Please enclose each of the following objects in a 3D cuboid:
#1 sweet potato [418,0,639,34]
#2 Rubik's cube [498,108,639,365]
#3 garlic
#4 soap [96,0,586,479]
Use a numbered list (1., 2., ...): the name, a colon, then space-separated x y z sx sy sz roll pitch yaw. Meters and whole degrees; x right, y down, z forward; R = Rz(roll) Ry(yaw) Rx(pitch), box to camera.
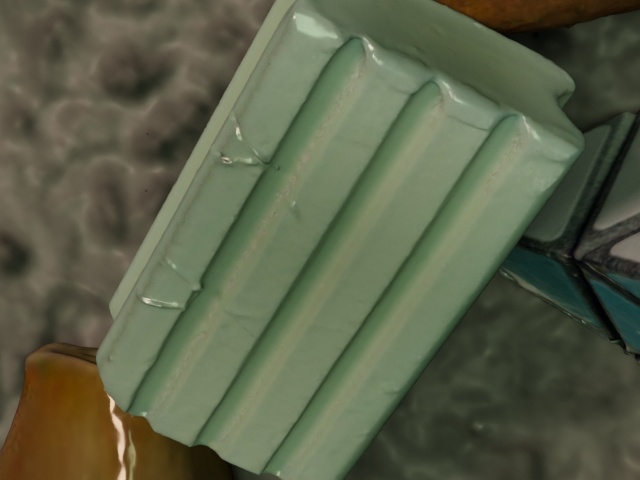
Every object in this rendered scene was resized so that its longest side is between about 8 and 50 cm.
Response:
1. sweet potato: 0.007 -0.150 0.569 0.355 0.095 0.106 21 103 5
2. Rubik's cube: 0.219 0.014 0.541 0.228 0.233 0.229 -1 144 -29
3. garlic: -0.107 0.198 0.641 0.143 0.112 0.318 14 89 8
4. soap: 0.000 0.000 0.565 0.119 0.066 0.198 26 121 -12
